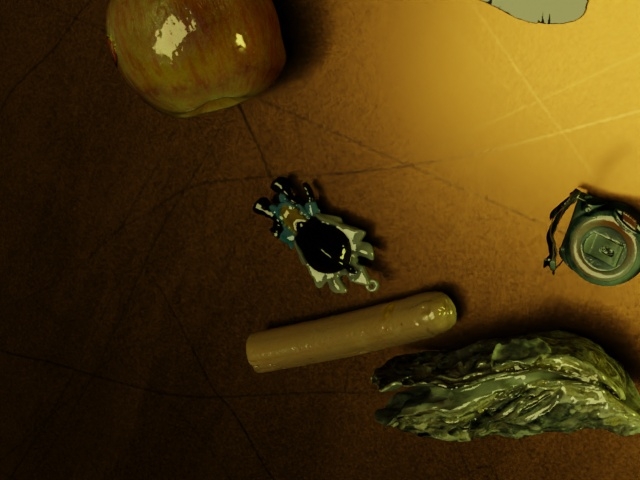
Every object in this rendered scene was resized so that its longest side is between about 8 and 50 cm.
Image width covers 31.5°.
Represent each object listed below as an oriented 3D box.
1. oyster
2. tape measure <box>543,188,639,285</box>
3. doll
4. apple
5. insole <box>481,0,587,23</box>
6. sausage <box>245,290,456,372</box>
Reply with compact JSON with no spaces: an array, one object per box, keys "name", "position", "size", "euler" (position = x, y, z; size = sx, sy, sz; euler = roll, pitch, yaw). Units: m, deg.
[{"name":"oyster","position":[0.217,0.180,1.352],"size":[0.351,0.162,0.158],"euler":[1,126,28]},{"name":"tape measure","position":[0.306,0.004,1.259],"size":[0.107,0.180,0.104],"euler":[22,98,20]},{"name":"doll","position":[0.000,0.000,1.462],"size":[0.195,0.070,0.096],"euler":[42,102,14]},{"name":"apple","position":[-0.152,-0.250,1.379],"size":[0.211,0.211,0.187],"euler":[-20,89,30]},{"name":"insole","position":[0.215,-0.291,1.303],"size":[0.188,0.004,0.064],"euler":[22,114,19]},{"name":"sausage","position":[0.038,0.120,1.481],"size":[0.301,0.066,0.065],"euler":[-13,99,29]}]
